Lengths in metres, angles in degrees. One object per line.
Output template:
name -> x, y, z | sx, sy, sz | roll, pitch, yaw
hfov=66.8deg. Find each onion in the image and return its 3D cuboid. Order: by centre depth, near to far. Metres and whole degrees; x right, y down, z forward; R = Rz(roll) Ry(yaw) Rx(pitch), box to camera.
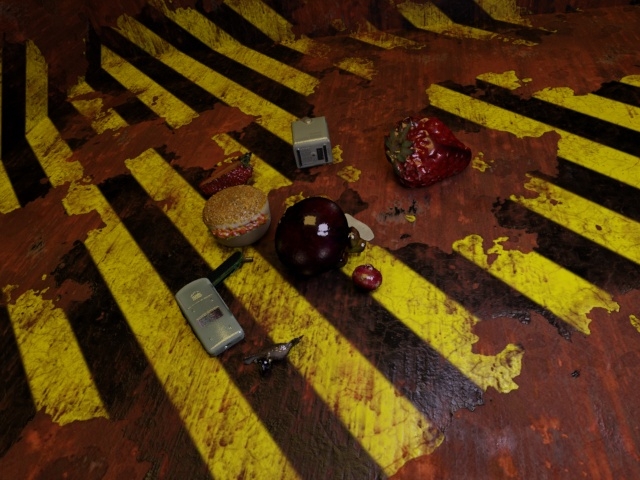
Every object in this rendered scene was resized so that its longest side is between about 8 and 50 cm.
onion -> 0.159, 0.123, 1.652 | 0.107, 0.097, 0.107 | 7, 29, -4

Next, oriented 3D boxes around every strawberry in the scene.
strawberry -> 0.453, -0.356, 2.007 | 0.345, 0.295, 0.317 | 8, 16, -27
strawberry -> -0.411, -0.291, 2.231 | 0.286, 0.106, 0.188 | -35, 23, -5

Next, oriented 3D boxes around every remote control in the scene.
remote control -> -0.383, 0.252, 1.644 | 0.140, 0.056, 0.296 | -31, 53, -19

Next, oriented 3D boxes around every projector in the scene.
projector -> -0.041, -0.470, 2.287 | 0.177, 0.163, 0.242 | -10, 45, 1

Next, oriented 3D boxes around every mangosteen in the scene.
mangosteen -> -0.019, -0.004, 1.708 | 0.297, 0.293, 0.297 | -32, 19, 12

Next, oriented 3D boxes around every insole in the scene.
insole -> 0.144, -0.053, 1.905 | 0.063, 0.010, 0.192 | -31, 46, -19

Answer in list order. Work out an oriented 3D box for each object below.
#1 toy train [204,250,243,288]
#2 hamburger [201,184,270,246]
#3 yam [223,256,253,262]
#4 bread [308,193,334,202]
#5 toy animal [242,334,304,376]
toy train -> -0.365, 0.122, 1.807 | 0.044, 0.042, 0.209 | 33, 60, 24
hamburger -> -0.336, -0.111, 1.954 | 0.276, 0.179, 0.294 | -20, 43, -7
yam -> -0.315, 0.079, 1.862 | 0.116, 0.021, 0.021 | -9, 42, 3
bread -> -0.012, -0.150, 2.023 | 0.129, 0.044, 0.126 | -35, 48, -28
toy animal -> -0.138, 0.344, 1.503 | 0.202, 0.070, 0.105 | -29, 26, -12
